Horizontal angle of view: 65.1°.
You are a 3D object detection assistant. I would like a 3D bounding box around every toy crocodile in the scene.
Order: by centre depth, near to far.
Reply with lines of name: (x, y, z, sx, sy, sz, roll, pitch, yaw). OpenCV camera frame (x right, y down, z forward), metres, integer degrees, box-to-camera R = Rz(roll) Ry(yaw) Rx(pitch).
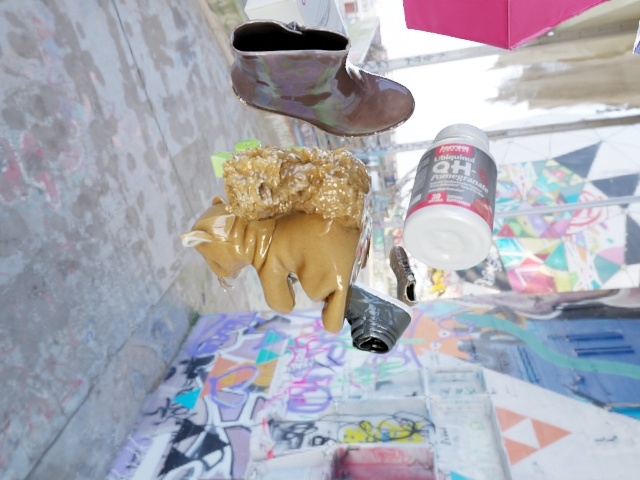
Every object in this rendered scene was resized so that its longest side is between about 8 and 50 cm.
toy crocodile: (-0.125, -0.172, 1.241, 0.105, 0.341, 0.115, -54, 148, -50)

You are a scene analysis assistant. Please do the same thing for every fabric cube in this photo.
fabric cube: (0.307, -0.503, 0.840, 0.258, 0.259, 0.254, 40, -27, 48)

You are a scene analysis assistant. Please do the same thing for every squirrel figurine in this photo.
squirrel figurine: (-0.093, -0.041, 1.045, 0.281, 0.371, 0.396, -64, 161, -49)

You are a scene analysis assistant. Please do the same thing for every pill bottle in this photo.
pill bottle: (0.288, -0.107, 1.085, 0.176, 0.177, 0.318, 74, 27, -46)

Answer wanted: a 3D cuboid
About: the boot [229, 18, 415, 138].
boot: (0.017, -0.185, 0.593, 0.207, 0.249, 0.090, -172, -95, -82)

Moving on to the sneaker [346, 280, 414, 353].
sneaker: (0.082, 0.192, 1.299, 0.104, 0.296, 0.146, 95, 21, -47)

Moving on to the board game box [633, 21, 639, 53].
board game box: (0.702, -0.408, 0.841, 0.347, 0.234, 0.078, 5, 96, -70)

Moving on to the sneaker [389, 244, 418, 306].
sneaker: (0.257, 0.103, 1.489, 0.071, 0.066, 0.188, -11, -91, 61)

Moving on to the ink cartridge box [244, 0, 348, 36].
ink cartridge box: (-0.041, -0.515, 1.216, 0.307, 0.129, 0.223, 54, 40, -55)
